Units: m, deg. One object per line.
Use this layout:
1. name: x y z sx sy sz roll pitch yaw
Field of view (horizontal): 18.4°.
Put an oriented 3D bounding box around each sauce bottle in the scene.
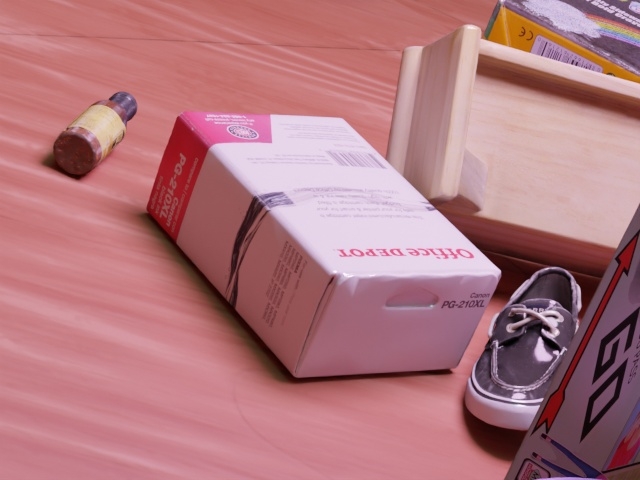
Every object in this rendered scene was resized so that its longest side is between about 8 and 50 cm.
1. sauce bottle: -0.184 -0.094 1.651 0.042 0.042 0.128 25 27 5

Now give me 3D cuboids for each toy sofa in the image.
1. toy sofa: 0.233 -0.060 1.707 0.363 0.150 0.177 13 -11 -18

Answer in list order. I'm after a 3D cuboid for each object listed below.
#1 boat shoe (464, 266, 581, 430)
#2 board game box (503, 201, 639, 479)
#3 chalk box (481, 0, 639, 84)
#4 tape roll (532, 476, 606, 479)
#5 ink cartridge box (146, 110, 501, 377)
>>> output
1. boat shoe: 0.162 0.080 1.545 0.078 0.070 0.219 9 21 11
2. board game box: 0.245 0.132 1.244 0.213 0.317 0.046 32 29 20
3. chalk box: 0.273 -0.144 1.959 0.180 0.179 0.289 31 26 19
4. tape roll: 0.194 0.250 1.115 0.275 0.090 0.275 16 25 -8
5. ink cartridge box: 0.000 0.000 1.551 0.172 0.100 0.237 0 33 -38
